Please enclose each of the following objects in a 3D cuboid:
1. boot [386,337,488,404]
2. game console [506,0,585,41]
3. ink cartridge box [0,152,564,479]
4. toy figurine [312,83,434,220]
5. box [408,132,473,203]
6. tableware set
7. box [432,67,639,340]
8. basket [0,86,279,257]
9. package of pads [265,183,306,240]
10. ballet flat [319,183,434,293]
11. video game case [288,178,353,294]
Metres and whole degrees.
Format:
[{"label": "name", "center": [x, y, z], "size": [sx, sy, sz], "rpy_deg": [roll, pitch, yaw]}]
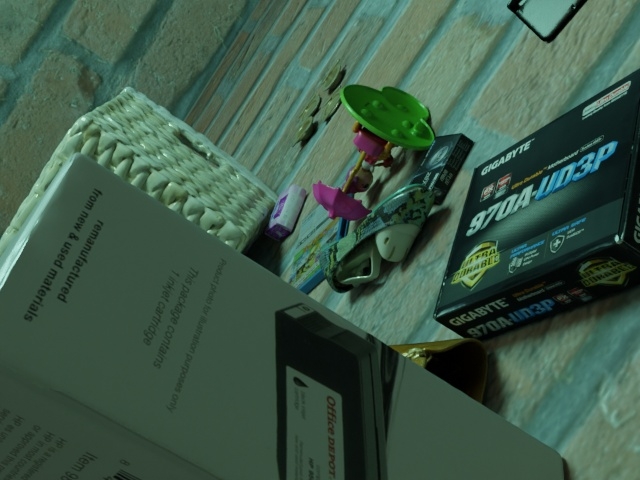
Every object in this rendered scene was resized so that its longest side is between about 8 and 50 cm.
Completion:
[{"label": "boot", "center": [0.056, 0.126, 0.848], "size": [0.211, 0.104, 0.295], "rpy_deg": [-22, 11, 25]}, {"label": "game console", "center": [0.275, -0.287, 1.045], "size": [0.122, 0.071, 0.107], "rpy_deg": [-50, -10, 22]}, {"label": "ink cartridge box", "center": [-0.075, 0.174, 0.621], "size": [0.285, 0.395, 0.166], "rpy_deg": [-43, 22, 38]}, {"label": "toy figurine", "center": [0.055, -0.102, 1.192], "size": [0.159, 0.130, 0.173], "rpy_deg": [-59, -6, 29]}, {"label": "box", "center": [0.134, -0.081, 1.070], "size": [0.083, 0.018, 0.067], "rpy_deg": [-61, 18, -7]}, {"label": "tableware set", "center": [-0.003, -0.239, 1.665], "size": [0.141, 0.020, 0.169], "rpy_deg": [-47, 21, 29]}, {"label": "box", "center": [0.195, -0.023, 0.773], "size": [0.220, 0.051, 0.175], "rpy_deg": [-32, 32, 54]}, {"label": "basket", "center": [-0.296, -0.011, 1.489], "size": [0.331, 0.328, 0.266], "rpy_deg": [-52, 4, 17]}, {"label": "package of pads", "center": [-0.054, -0.045, 1.470], "size": [0.050, 0.032, 0.083], "rpy_deg": [-37, 28, 54]}, {"label": "ballet flat", "center": [0.068, 0.006, 1.058], "size": [0.188, 0.070, 0.070], "rpy_deg": [-41, 25, 47]}, {"label": "video game case", "center": [0.000, 0.000, 1.291], "size": [0.119, 0.015, 0.166], "rpy_deg": [-42, 24, 38]}]
